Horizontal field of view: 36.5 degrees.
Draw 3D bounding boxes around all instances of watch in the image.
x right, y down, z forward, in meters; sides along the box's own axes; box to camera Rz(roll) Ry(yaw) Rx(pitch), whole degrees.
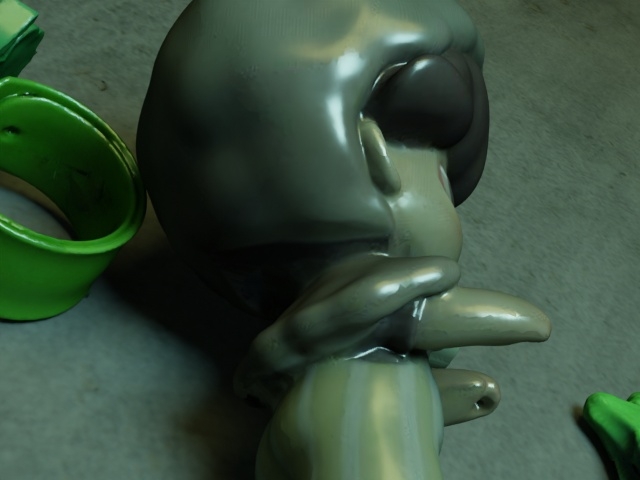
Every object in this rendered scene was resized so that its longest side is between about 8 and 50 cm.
[{"bbox_3d":[-0.171,-0.045,0.562,0.152,0.131,0.165,39,30,-6],"label":"watch"}]

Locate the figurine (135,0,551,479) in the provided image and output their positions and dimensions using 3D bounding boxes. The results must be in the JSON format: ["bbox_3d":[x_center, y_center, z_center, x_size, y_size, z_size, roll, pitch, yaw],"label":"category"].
[{"bbox_3d":[0.000,0.001,0.523,0.203,0.248,0.380,2,58,-9],"label":"figurine"}]

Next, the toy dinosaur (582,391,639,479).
[{"bbox_3d":[0.432,0.267,0.606,0.374,0.144,0.500,5,35,-27],"label":"toy dinosaur"}]

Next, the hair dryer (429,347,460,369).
[{"bbox_3d":[0.036,0.087,0.625,0.106,0.054,0.154,28,41,-12],"label":"hair dryer"}]
